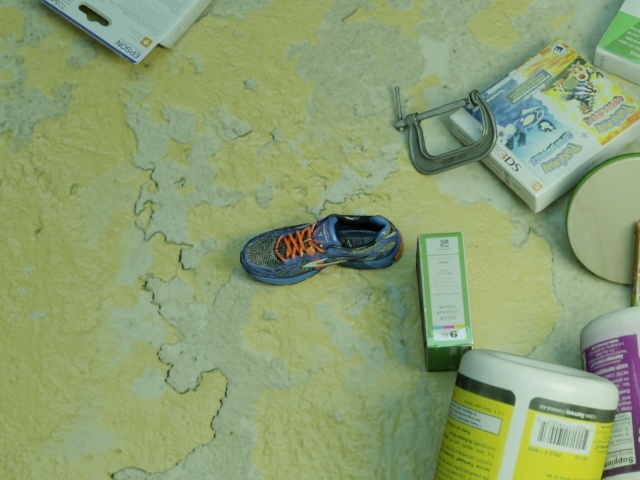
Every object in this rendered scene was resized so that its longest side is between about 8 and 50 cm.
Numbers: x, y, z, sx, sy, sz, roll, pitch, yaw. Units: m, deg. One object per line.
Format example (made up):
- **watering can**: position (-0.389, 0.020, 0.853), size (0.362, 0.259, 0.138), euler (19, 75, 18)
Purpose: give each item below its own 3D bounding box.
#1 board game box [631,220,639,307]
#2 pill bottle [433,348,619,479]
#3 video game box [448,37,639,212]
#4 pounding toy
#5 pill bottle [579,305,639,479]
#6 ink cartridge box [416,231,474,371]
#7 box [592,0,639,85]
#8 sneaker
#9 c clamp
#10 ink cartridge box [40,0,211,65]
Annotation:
- **board game box**: position (0.536, 0.032, 1.692), size (0.259, 0.124, 0.039), euler (-3, 26, 0)
- **pill bottle**: position (0.219, 0.305, 1.520), size (0.187, 0.188, 0.334), euler (13, 91, 9)
- **video game box**: position (0.311, -0.161, 1.803), size (0.205, 0.048, 0.187), euler (-36, 61, -11)
- **pounding toy**: position (0.429, -0.064, 1.731), size (0.183, 0.110, 0.237), euler (39, 112, -14)
- **pill bottle**: position (0.407, 0.243, 1.580), size (0.169, 0.169, 0.302), euler (-2, 68, 3)
- **ink cartridge box**: position (0.161, 0.105, 1.685), size (0.062, 0.109, 0.209), euler (-5, 68, 2)
- **box**: position (0.562, -0.336, 1.869), size (0.232, 0.058, 0.322), euler (27, 70, 17)
- **sneaker**: position (0.000, 0.000, 1.750), size (0.221, 0.087, 0.083), euler (-12, 67, -2)
- **c clamp**: position (0.169, -0.162, 1.803), size (0.160, 0.022, 0.137), euler (-10, 78, 36)
- **ink cartridge box**: position (-0.278, -0.382, 1.947), size (0.223, 0.045, 0.224), euler (35, 75, 17)
